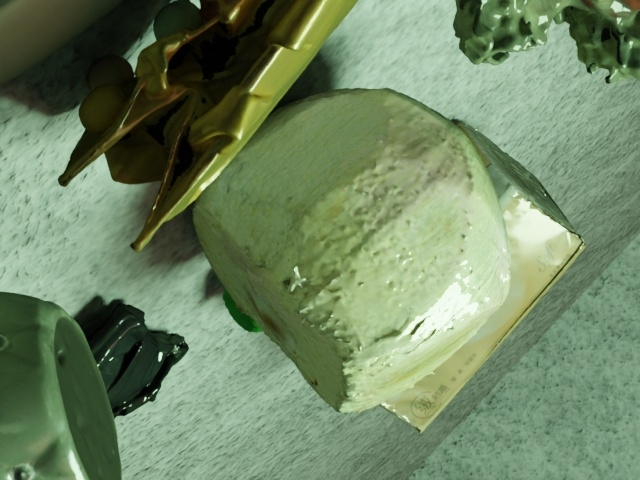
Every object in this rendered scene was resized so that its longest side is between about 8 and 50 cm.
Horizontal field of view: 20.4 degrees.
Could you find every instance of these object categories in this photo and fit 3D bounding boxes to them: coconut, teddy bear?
[{"bbox_3d":[0.042,-0.006,1.685,0.254,0.297,0.297,-34,160,-13],"label":"coconut"},{"bbox_3d":[0.190,-0.305,1.517,0.367,0.224,0.357,-19,132,-52],"label":"teddy bear"}]

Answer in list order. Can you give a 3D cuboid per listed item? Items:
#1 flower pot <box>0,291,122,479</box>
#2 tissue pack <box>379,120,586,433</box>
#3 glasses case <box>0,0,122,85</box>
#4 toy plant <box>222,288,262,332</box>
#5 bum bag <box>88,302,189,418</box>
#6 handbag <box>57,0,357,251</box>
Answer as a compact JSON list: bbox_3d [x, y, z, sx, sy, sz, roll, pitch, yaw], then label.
[{"bbox_3d":[-0.272,0.156,1.385,0.195,0.246,0.246,-15,162,4],"label":"flower pot"},{"bbox_3d":[0.115,0.023,2.081,0.305,0.238,0.238,-51,162,14],"label":"tissue pack"},{"bbox_3d":[-0.183,-0.162,1.165,0.204,0.051,0.081,-35,157,3],"label":"glasses case"},{"bbox_3d":[-0.009,-0.001,1.902,0.240,0.088,0.154,-54,148,-3],"label":"toy plant"},{"bbox_3d":[-0.199,0.130,1.780,0.123,0.060,0.248,-48,163,0],"label":"bum bag"},{"bbox_3d":[-0.027,-0.186,1.257,0.401,0.133,0.283,-49,-172,7],"label":"handbag"}]
